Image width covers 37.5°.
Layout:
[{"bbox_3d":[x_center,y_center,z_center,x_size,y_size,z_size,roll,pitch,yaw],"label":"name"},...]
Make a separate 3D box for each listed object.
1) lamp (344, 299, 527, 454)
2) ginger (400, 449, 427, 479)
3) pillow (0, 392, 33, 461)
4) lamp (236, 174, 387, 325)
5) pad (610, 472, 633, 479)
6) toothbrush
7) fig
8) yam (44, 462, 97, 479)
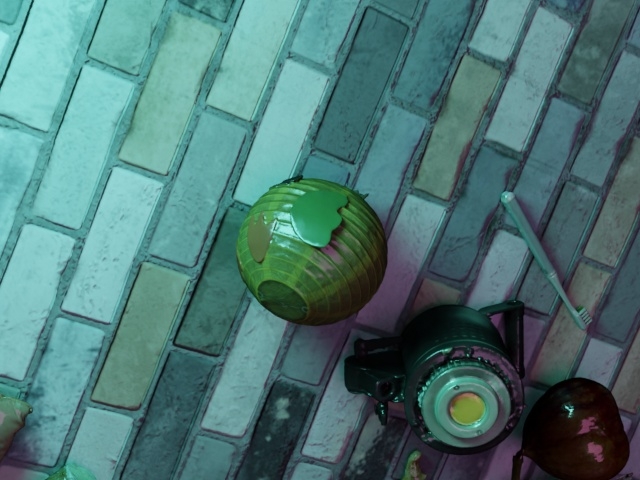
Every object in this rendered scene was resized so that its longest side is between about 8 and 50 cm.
[{"bbox_3d":[0.251,0.243,1.652,0.374,0.272,0.205,-8,107,-17],"label":"lamp"},{"bbox_3d":[0.181,0.452,1.808,0.048,0.030,0.097,20,97,-20],"label":"ginger"},{"bbox_3d":[-0.600,0.307,1.478,0.236,0.084,0.223,31,92,-19],"label":"pillow"},{"bbox_3d":[0.000,0.000,1.537,0.250,0.250,0.284,51,52,-22],"label":"lamp"},{"bbox_3d":[0.486,0.524,1.858,0.265,0.009,0.159,-19,150,0],"label":"pad"},{"bbox_3d":[0.433,0.042,1.799,0.030,0.025,0.342,-41,112,-10],"label":"toothbrush"},{"bbox_3d":[0.458,0.379,1.816,0.250,0.186,0.203,-16,99,5],"label":"fig"},{"bbox_3d":[-0.459,0.443,1.563,0.179,0.078,0.078,-36,111,-7],"label":"yam"}]
